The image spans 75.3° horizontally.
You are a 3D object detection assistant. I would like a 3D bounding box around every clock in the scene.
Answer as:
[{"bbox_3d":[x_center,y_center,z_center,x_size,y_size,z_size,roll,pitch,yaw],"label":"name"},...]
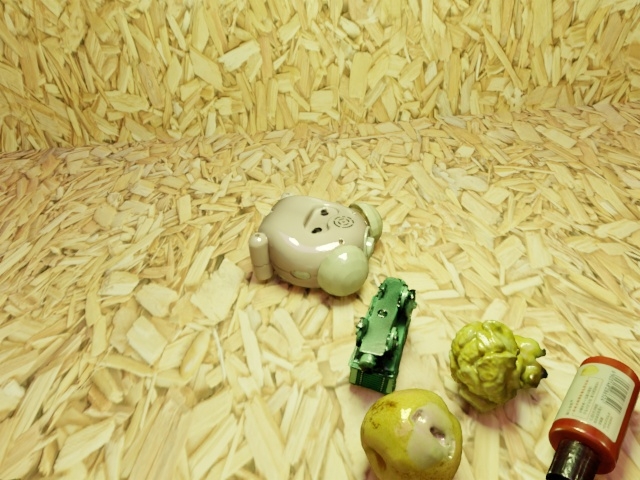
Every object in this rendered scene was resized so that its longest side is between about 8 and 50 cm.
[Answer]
[{"bbox_3d":[0.000,0.000,1.194,0.325,0.184,0.342,12,45,14],"label":"clock"}]

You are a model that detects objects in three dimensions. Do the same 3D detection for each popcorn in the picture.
[{"bbox_3d":[0.354,0.236,0.844,0.195,0.168,0.173,-14,0,-28],"label":"popcorn"}]

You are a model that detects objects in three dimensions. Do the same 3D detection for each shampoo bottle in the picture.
[{"bbox_3d":[0.483,0.334,0.744,0.104,0.104,0.278,26,46,34],"label":"shampoo bottle"}]

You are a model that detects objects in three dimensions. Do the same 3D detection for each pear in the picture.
[{"bbox_3d":[0.161,0.343,0.719,0.178,0.178,0.178,-3,37,2],"label":"pear"}]

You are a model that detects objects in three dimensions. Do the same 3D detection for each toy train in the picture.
[{"bbox_3d":[0.144,0.201,0.917,0.115,0.154,0.269,8,38,18],"label":"toy train"}]

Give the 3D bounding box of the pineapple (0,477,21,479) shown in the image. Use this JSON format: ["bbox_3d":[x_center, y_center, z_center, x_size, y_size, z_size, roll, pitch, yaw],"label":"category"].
[{"bbox_3d":[-0.435,0.513,0.569,0.169,0.169,0.340,-29,47,-29],"label":"pineapple"}]
